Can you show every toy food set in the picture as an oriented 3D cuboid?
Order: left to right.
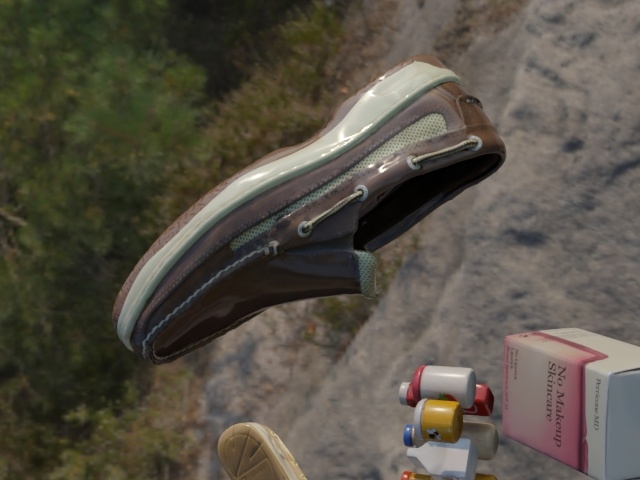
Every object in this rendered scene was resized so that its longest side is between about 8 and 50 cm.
[{"bbox_3d":[0.114,0.196,1.205,0.105,0.232,0.111,2,64,22],"label":"toy food set"}]

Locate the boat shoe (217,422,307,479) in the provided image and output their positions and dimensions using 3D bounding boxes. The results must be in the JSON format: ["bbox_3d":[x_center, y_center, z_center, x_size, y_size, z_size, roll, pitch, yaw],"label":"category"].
[{"bbox_3d":[-0.026,0.231,1.017,0.063,0.059,0.170,-29,82,18],"label":"boat shoe"}]

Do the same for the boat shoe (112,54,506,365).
[{"bbox_3d":[-0.002,-0.003,0.694,0.257,0.095,0.095,-40,66,-3],"label":"boat shoe"}]

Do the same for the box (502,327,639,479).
[{"bbox_3d":[0.355,0.212,1.558,0.232,0.127,0.148,-164,73,-65],"label":"box"}]
